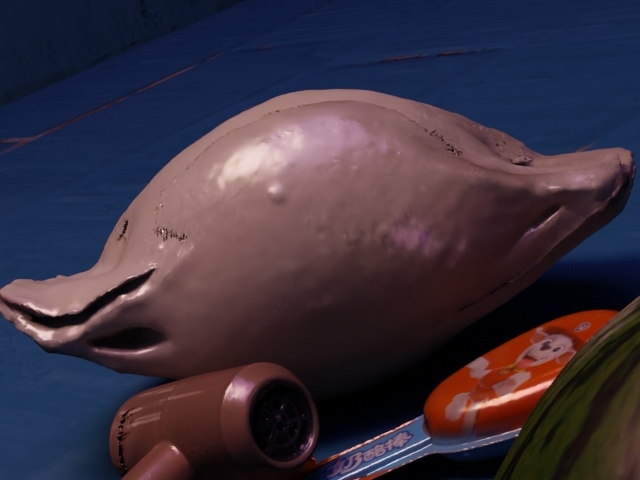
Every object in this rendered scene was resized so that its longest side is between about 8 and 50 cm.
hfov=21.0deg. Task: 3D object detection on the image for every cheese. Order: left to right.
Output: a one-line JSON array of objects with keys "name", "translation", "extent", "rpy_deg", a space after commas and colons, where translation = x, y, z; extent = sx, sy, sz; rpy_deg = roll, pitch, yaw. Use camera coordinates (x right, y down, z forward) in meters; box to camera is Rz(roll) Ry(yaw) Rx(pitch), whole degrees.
[{"name": "cheese", "translation": [0.067, 0.091, 0.873], "extent": [0.256, 0.037, 0.106], "rpy_deg": [-24, 14, 2]}]

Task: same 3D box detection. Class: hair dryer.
[{"name": "hair dryer", "translation": [-0.087, 0.134, 0.862], "extent": [0.117, 0.064, 0.182], "rpy_deg": [-17, 23, 49]}]

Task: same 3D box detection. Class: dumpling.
[{"name": "dumpling", "translation": [0.003, -0.002, 1.031], "extent": [0.341, 0.181, 0.260], "rpy_deg": [-37, 1, 4]}]

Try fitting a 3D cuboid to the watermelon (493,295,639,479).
[{"name": "watermelon", "translation": [0.191, 0.076, 0.537], "extent": [0.330, 0.189, 0.331], "rpy_deg": [-17, 21, 7]}]
